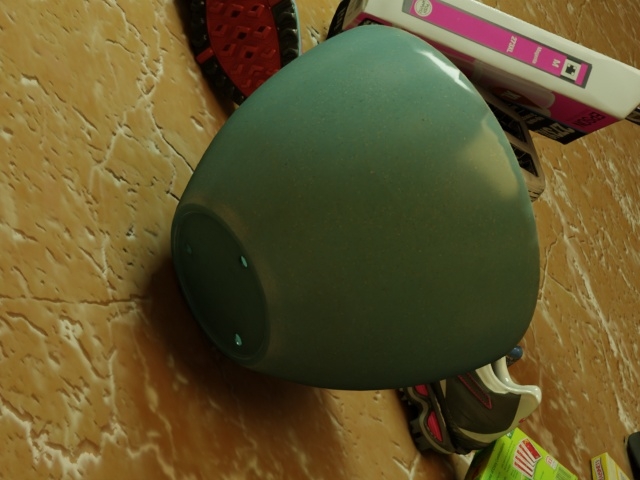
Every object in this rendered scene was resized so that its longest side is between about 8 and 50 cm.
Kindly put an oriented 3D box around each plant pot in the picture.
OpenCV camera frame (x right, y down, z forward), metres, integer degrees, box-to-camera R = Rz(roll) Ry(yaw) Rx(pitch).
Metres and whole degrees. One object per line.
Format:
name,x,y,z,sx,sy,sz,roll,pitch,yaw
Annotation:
plant pot,0.000,0.000,1.364,0.195,0.290,0.290,-24,87,-29

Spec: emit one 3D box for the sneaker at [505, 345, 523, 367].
sneaker,0.173,0.073,1.838,0.052,0.058,0.135,-7,72,-65

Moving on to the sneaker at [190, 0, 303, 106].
sneaker,-0.062,-0.233,1.621,0.125,0.104,0.261,12,56,-63

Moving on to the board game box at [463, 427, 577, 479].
board game box,0.171,0.254,1.614,0.092,0.043,0.181,39,35,-4

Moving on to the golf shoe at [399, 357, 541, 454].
golf shoe,0.113,0.064,1.657,0.105,0.120,0.272,-8,72,-63

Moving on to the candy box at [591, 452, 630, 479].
candy box,0.372,0.343,2.005,0.206,0.027,0.105,49,28,-28

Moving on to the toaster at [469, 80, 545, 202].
toaster,0.130,-0.074,1.791,0.227,0.146,0.129,24,46,-55

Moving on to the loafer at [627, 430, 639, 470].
loafer,0.432,0.295,2.060,0.080,0.078,0.220,44,18,-44

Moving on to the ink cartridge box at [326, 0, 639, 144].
ink cartridge box,0.199,-0.174,1.802,0.371,0.176,0.069,19,81,-9
